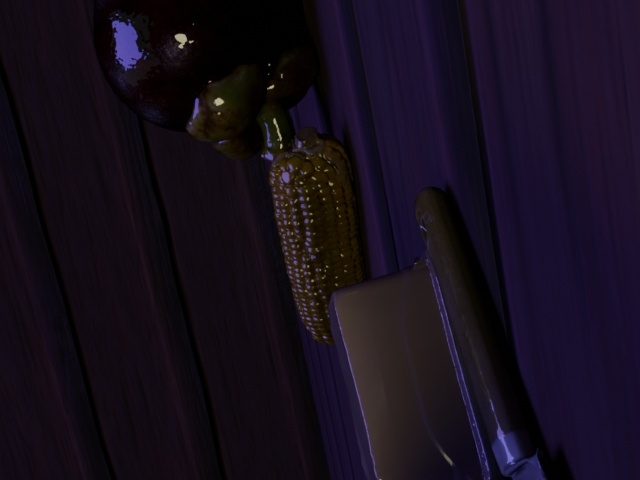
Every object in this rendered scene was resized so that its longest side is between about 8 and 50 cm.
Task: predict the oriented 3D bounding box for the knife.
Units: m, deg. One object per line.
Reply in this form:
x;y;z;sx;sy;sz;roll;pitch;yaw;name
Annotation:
0.084;0.096;0.385;0.047;0.017;0.298;97;161;-57;knife

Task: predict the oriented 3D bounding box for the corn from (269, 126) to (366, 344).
0.000;0.000;0.812;0.068;0.068;0.207;-109;9;-53;corn

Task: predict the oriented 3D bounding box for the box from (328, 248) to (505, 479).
0.045;0.072;0.511;0.089;0.062;0.122;103;155;-79;box

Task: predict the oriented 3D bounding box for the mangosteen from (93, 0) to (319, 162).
-0.086;-0.160;0.848;0.230;0.194;0.194;50;170;8;mangosteen
